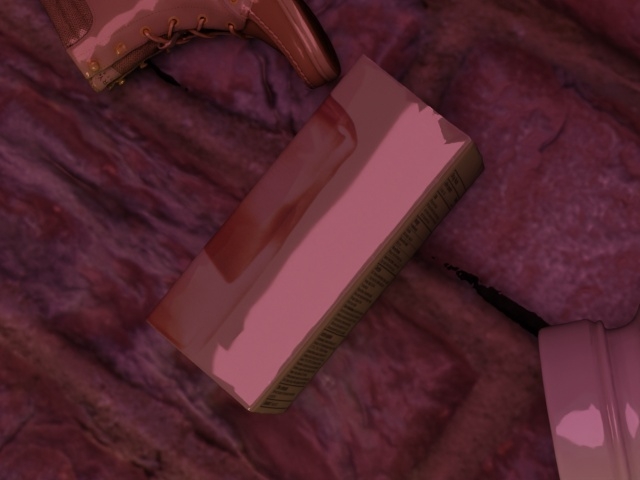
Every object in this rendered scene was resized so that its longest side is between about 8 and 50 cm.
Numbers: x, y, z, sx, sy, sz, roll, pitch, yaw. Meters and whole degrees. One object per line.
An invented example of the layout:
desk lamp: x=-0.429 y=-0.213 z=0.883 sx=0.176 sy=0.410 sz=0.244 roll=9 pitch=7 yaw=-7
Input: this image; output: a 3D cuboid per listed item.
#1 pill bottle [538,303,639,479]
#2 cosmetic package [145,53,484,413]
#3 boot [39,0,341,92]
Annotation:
pill bottle: x=0.389 y=0.123 z=1.272 sx=0.407 sy=0.229 sz=0.229 roll=-10 pitch=80 yaw=9
cosmetic package: x=0.000 y=0.000 z=1.407 sx=0.129 sy=0.153 sz=0.296 roll=40 pitch=90 yaw=13
boot: x=-0.124 y=-0.195 z=1.486 sx=0.203 sy=0.095 sz=0.262 roll=-40 pitch=75 yaw=3
